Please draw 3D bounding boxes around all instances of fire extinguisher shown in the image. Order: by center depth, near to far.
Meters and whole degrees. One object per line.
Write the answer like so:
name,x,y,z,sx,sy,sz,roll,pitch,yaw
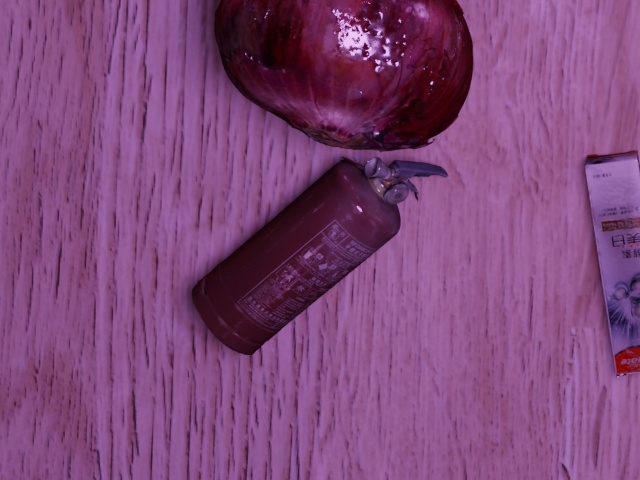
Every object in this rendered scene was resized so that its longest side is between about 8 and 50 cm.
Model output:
fire extinguisher,0.000,0.000,1.881,0.269,0.105,0.105,-41,93,20

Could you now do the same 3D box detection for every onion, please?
onion,0.032,-0.194,1.756,0.252,0.252,0.219,16,76,8

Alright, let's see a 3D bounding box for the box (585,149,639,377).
box,0.298,0.023,1.843,0.055,0.039,0.218,-8,104,13
